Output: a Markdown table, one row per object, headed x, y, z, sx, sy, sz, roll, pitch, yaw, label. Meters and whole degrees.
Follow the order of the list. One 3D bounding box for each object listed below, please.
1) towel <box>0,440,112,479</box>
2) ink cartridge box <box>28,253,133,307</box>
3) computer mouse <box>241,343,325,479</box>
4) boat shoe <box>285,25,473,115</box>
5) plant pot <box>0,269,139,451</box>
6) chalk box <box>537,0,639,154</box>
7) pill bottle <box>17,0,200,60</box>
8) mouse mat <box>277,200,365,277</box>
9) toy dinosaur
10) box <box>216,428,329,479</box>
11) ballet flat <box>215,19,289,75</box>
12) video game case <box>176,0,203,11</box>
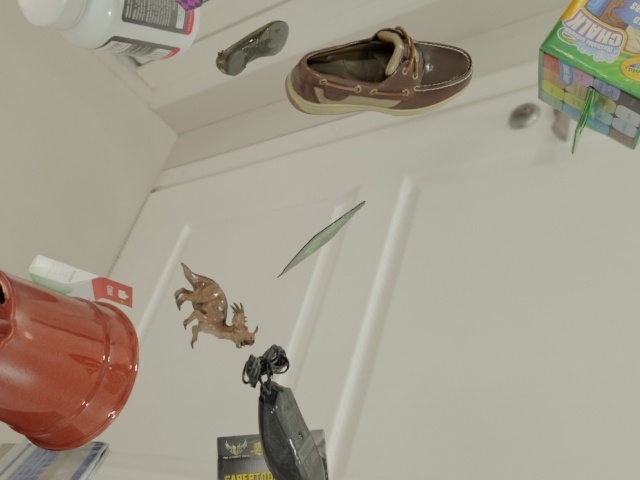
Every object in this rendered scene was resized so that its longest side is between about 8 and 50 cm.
| x | y | z | sx | sy | sz | roll | pitch | yaw | label |
| --- | --- | --- | --- | --- | --- | --- | --- | --- | --- |
| -0.525 | 0.397 | 1.287 | 0.209 | 0.285 | 0.034 | -119 | -151 | -85 | towel |
| -0.553 | 0.117 | 1.730 | 0.224 | 0.181 | 0.056 | 22 | 66 | -5 | ink cartridge box |
| -0.072 | 0.324 | 1.295 | 0.272 | 0.072 | 0.188 | 68 | 12 | 5 | computer mouse |
| 0.115 | -0.288 | 1.240 | 0.341 | 0.123 | 0.123 | -6 | 72 | -17 | boat shoe |
| -0.485 | 0.181 | 1.210 | 0.265 | 0.272 | 0.272 | 47 | 48 | -56 | plant pot |
| 0.321 | -0.196 | 0.804 | 0.213 | 0.132 | 0.132 | -53 | 160 | -4 | chalk box |
| -0.387 | -0.438 | 1.378 | 0.318 | 0.176 | 0.176 | -11 | 91 | -59 | pill bottle |
| 0.000 | 0.000 | 1.393 | 0.152 | 0.190 | 0.007 | -35 | 82 | -33 | mouse mat |
| -0.313 | 0.194 | 2.180 | 0.200 | 0.127 | 0.296 | -19 | 83 | -11 | toy dinosaur |
| -0.097 | 0.494 | 1.540 | 0.056 | 0.231 | 0.183 | 94 | -8 | -55 | box |
| -0.157 | -0.447 | 1.712 | 0.250 | 0.058 | 0.084 | -45 | 145 | -40 | ballet flat |
| -0.267 | -0.531 | 1.224 | 0.232 | 0.041 | 0.210 | 38 | 47 | -49 | video game case |
